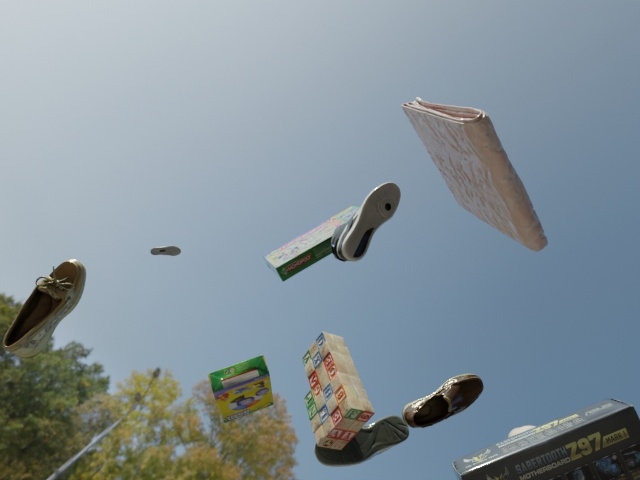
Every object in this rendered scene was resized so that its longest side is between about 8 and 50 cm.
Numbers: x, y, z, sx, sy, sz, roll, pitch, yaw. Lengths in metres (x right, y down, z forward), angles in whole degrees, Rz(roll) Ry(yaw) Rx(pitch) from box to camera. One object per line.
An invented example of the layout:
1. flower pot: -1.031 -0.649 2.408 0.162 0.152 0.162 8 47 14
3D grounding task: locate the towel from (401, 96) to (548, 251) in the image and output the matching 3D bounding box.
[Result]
1. towel: 0.329 -0.156 1.085 0.053 0.317 0.332 -38 -63 2

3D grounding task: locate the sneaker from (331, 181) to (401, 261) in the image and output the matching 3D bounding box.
1. sneaker: 0.094 -0.048 1.189 0.079 0.217 0.121 41 -16 -19

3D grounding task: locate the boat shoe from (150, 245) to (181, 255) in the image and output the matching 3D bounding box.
1. boat shoe: -0.526 0.035 1.705 0.035 0.100 0.035 -164 -109 -69

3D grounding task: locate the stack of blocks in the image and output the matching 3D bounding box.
1. stack of blocks: 0.033 0.445 1.511 0.087 0.297 0.171 23 -65 -30

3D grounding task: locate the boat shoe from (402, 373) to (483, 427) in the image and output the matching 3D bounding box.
1. boat shoe: 0.361 0.464 1.428 0.095 0.257 0.095 61 -9 8

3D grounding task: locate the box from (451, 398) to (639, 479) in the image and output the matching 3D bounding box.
1. box: 0.308 0.327 0.620 0.232 0.059 0.183 -22 -98 -1

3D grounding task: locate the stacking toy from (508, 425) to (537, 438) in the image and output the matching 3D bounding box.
1. stacking toy: 0.673 0.785 1.372 0.350 0.480 0.350 13 -16 4

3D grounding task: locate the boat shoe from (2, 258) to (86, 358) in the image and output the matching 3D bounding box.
1. boat shoe: -0.723 0.171 1.328 0.104 0.285 0.089 18 -24 5

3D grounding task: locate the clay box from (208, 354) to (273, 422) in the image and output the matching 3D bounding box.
1. clay box: -0.178 0.354 1.165 0.222 0.127 0.053 91 -22 -51

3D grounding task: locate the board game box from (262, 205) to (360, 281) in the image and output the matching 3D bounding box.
1. board game box: 0.000 0.000 1.419 0.046 0.317 0.213 63 -11 -14

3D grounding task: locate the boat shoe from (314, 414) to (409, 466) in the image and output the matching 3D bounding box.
1. boat shoe: 0.123 0.628 1.552 0.118 0.320 0.103 62 -34 33
